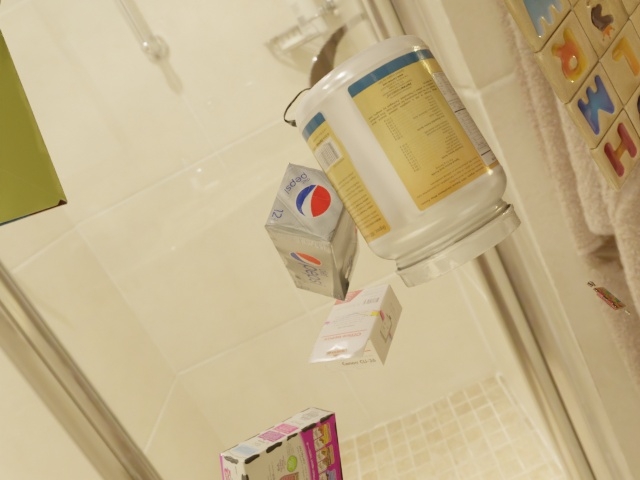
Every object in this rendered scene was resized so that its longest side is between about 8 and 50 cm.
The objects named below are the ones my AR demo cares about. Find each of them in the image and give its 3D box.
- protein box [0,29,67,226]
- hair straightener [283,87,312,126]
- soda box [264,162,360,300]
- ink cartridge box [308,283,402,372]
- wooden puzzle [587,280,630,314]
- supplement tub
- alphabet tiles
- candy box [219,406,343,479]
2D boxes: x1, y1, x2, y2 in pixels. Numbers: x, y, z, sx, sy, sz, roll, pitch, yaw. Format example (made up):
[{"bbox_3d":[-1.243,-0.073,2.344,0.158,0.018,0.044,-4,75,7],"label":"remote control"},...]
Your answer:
[{"bbox_3d":[-0.426,-0.105,0.618,0.201,0.199,0.136,-3,18,40],"label":"protein box"},{"bbox_3d":[0.046,-0.229,0.948,0.231,0.089,0.047,-1,-15,15],"label":"hair straightener"},{"bbox_3d":[0.000,0.000,0.813,0.091,0.286,0.098,15,71,12],"label":"soda box"},{"bbox_3d":[0.066,0.170,0.997,0.115,0.067,0.198,-15,25,30],"label":"ink cartridge box"},{"bbox_3d":[0.501,0.100,0.957,0.049,0.083,0.006,1,-50,-45],"label":"wooden puzzle"},{"bbox_3d":[0.082,-0.071,0.521,0.144,0.199,0.144,-31,-1,-1],"label":"supplement tub"},{"bbox_3d":[0.303,-0.228,0.519,0.285,0.342,0.011,-52,27,-14],"label":"alphabet tiles"},{"bbox_3d":[-0.064,0.425,1.008,0.071,0.159,0.233,-3,5,43],"label":"candy box"}]
